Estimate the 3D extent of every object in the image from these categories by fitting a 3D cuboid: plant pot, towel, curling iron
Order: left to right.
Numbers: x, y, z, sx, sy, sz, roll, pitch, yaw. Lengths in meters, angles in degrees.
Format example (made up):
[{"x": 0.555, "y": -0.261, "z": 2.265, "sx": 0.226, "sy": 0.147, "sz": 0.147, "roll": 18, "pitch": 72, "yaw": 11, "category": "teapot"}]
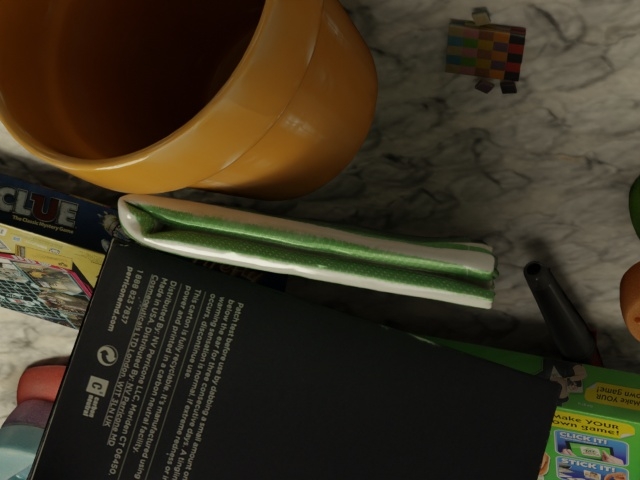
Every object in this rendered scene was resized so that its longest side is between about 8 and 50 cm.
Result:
[{"x": -0.065, "y": -0.111, "z": 1.173, "sx": 0.205, "sy": 0.205, "sz": 0.188, "roll": -9, "pitch": 159, "yaw": 28, "category": "plant pot"}, {"x": 0.000, "y": 0.000, "z": 1.309, "sx": 0.248, "sy": 0.038, "sz": 0.325, "roll": 9, "pitch": -177, "yaw": 3, "category": "towel"}, {"x": 0.217, "y": 0.085, "z": 1.535, "sx": 0.068, "sy": 0.035, "sz": 0.274, "roll": -12, "pitch": 143, "yaw": 26, "category": "curling iron"}]

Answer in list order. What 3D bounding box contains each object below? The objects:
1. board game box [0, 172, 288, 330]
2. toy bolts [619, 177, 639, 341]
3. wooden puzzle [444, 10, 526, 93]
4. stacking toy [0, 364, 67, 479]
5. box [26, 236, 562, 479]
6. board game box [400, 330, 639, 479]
[{"x": -0.164, "y": 0.028, "z": 1.534, "sx": 0.243, "sy": 0.042, "sz": 0.165, "roll": 18, "pitch": 154, "yaw": -12, "category": "board game box"}, {"x": 0.331, "y": 0.066, "z": 1.353, "sx": 0.228, "sy": 0.158, "sz": 0.218, "roll": -2, "pitch": 146, "yaw": 20, "category": "toy bolts"}, {"x": 0.106, "y": -0.122, "z": 1.263, "sx": 0.049, "sy": 0.006, "sz": 0.083, "roll": 8, "pitch": 149, "yaw": 4, "category": "wooden puzzle"}, {"x": -0.158, "y": 0.255, "z": 1.786, "sx": 0.279, "sy": 0.130, "sz": 0.309, "roll": 11, "pitch": 150, "yaw": 20, "category": "stacking toy"}, {"x": -0.038, "y": 0.154, "z": 1.388, "sx": 0.312, "sy": 0.179, "sz": 0.343, "roll": 19, "pitch": 167, "yaw": -6, "category": "box"}, {"x": 0.113, "y": 0.149, "z": 1.618, "sx": 0.317, "sy": 0.046, "sz": 0.213, "roll": 10, "pitch": 152, "yaw": 14, "category": "board game box"}]
